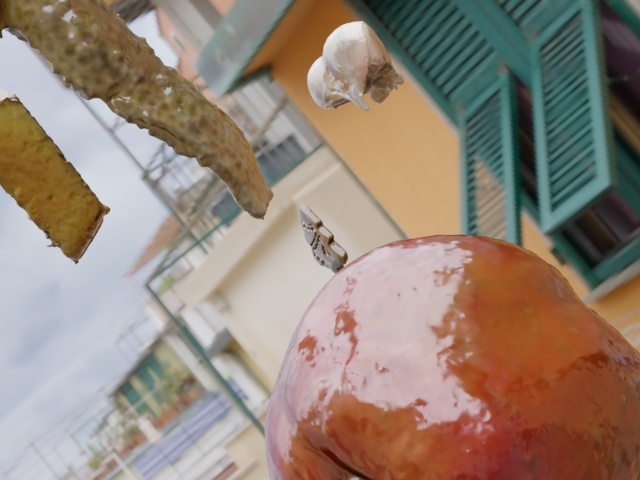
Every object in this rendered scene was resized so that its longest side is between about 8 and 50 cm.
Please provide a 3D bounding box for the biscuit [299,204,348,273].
[{"bbox_3d":[0.000,0.000,1.275,0.016,0.092,0.082,-35,14,-19],"label":"biscuit"}]

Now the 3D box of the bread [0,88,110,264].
[{"bbox_3d":[-0.243,-0.056,0.917,0.065,0.187,0.103,-40,23,-12],"label":"bread"}]

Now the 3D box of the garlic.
[{"bbox_3d":[0.042,-0.247,1.621,0.099,0.124,0.174,-40,2,-41],"label":"garlic"}]

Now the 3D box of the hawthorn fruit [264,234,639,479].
[{"bbox_3d":[0.081,0.144,0.795,0.287,0.287,0.330,-43,-8,35],"label":"hawthorn fruit"}]

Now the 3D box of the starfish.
[{"bbox_3d":[-0.175,-0.145,0.742,0.432,0.324,0.082,-9,-33,-52],"label":"starfish"}]
